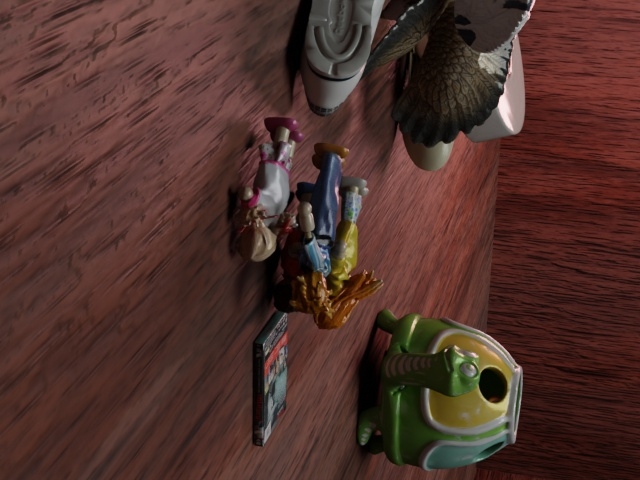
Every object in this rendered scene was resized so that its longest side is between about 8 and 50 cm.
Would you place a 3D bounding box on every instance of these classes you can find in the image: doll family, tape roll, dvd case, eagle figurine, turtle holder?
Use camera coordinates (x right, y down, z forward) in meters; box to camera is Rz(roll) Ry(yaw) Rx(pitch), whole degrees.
[{"bbox_3d":[0.000,0.000,1.224,0.263,0.118,0.163,62,36,-68],"label":"doll family"},{"bbox_3d":[0.235,-0.345,1.937,0.392,0.072,0.392,-11,90,-71],"label":"tape roll"},{"bbox_3d":[-0.052,0.143,1.308,0.087,0.013,0.119,-55,147,-65],"label":"dvd case"},{"bbox_3d":[0.147,-0.291,1.584,0.225,0.226,0.298,120,-24,-70],"label":"eagle figurine"},{"bbox_3d":[0.190,0.215,1.913,0.243,0.228,0.320,-70,161,-44],"label":"turtle holder"}]

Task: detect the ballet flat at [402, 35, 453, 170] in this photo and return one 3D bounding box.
[{"bbox_3d":[0.163,-0.232,1.914,0.086,0.086,0.248,60,29,-69],"label":"ballet flat"}]

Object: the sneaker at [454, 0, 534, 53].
[{"bbox_3d":[0.243,-0.341,1.476,0.153,0.094,0.235,-39,147,-42],"label":"sneaker"}]

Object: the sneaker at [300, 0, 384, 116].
[{"bbox_3d":[0.025,-0.244,1.333,0.095,0.090,0.235,99,8,-60],"label":"sneaker"}]
